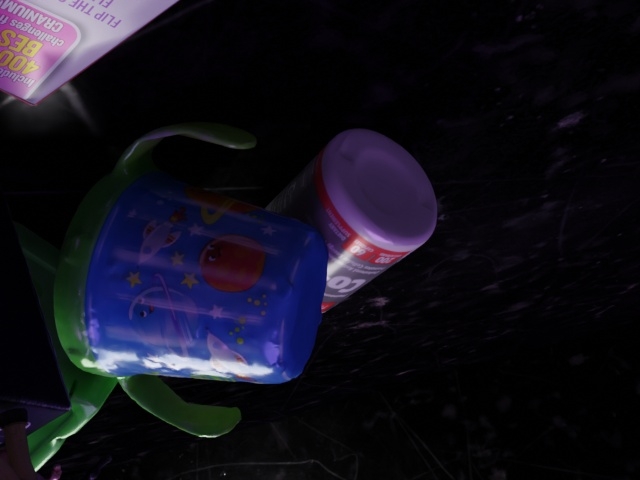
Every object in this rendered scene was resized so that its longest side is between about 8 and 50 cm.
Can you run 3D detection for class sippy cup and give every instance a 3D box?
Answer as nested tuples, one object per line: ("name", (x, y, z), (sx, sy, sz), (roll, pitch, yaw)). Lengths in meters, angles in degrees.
("sippy cup", (-0.116, 0.049, 0.690), (0.224, 0.240, 0.305), (10, 144, 13))

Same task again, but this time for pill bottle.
("pill bottle", (0.000, 0.000, 0.834), (0.161, 0.161, 0.283), (3, 150, -36))

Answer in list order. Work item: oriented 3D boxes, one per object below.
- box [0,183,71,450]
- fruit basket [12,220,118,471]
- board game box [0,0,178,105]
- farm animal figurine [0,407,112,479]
("box", (-0.523, 0.075, 0.398), (0.472, 0.297, 0.480), (-31, 155, 4))
("fruit basket", (-0.399, 0.155, 0.867), (0.283, 0.392, 0.392), (39, 128, -24))
("board game box", (-0.160, -0.221, 0.361), (0.317, 0.064, 0.242), (-25, 155, 22))
("farm animal figurine", (-0.334, 0.278, 0.430), (0.327, 0.172, 0.330), (-4, 145, -46))
